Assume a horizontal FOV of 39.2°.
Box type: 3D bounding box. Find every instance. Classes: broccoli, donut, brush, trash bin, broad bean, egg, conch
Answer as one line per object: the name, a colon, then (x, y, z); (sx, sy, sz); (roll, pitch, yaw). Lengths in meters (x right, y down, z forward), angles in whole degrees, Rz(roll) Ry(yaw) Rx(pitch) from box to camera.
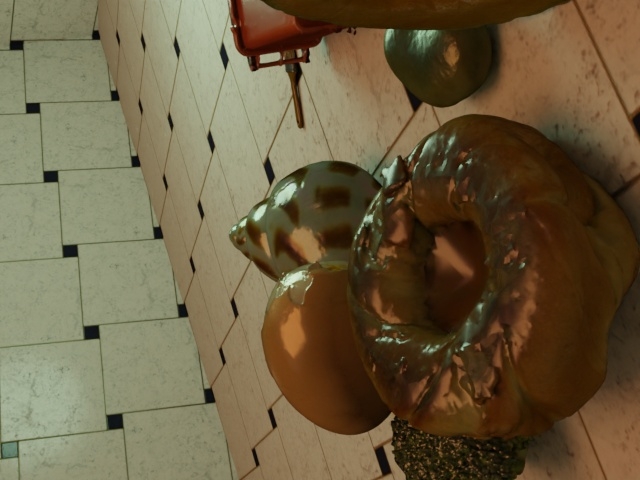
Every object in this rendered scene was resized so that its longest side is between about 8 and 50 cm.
broccoli: (0.179, 0.241, 1.137); (0.176, 0.197, 0.226); (29, 171, 17)
donut: (0.168, 0.041, 0.972); (0.360, 0.170, 0.360); (-20, 66, 54)
brush: (-0.049, -0.292, 1.674); (0.043, 0.014, 0.169); (-159, 57, -65)
trash bin: (-0.039, -0.361, 1.394); (0.239, 0.161, 0.184); (21, 122, 63)
broad bean: (0.137, -0.226, 1.093); (0.174, 0.082, 0.124); (-134, 39, -59)
egg: (0.025, 0.137, 1.183); (0.201, 0.201, 0.244); (-175, 70, -70)
conch: (0.001, 0.000, 1.396); (0.368, 0.197, 0.249); (-21, 58, 59)

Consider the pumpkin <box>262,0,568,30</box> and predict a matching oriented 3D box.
pumpkin: (0.101, -0.328, 0.833); (0.332, 0.333, 0.199); (-179, 90, -70)
